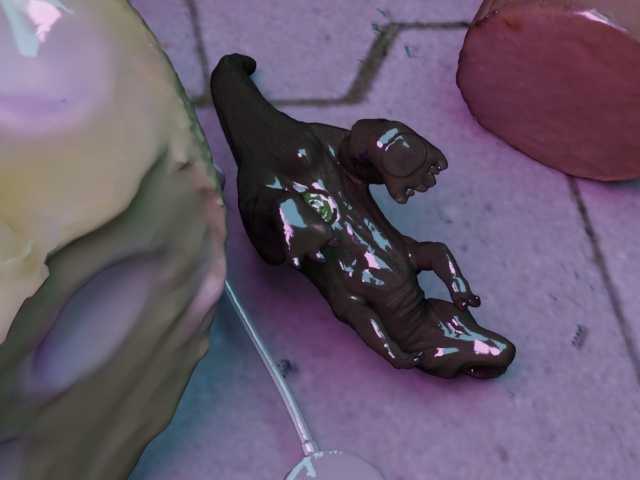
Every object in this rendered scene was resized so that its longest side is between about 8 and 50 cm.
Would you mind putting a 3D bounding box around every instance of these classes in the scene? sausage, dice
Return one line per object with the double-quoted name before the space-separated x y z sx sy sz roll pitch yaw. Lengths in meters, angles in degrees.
"sausage" 0.171 -0.155 0.855 0.123 0.123 0.253 28 55 4
"dice" -0.196 0.013 0.560 0.254 0.250 0.252 43 57 14

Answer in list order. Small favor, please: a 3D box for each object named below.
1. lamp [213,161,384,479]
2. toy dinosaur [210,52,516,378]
"lamp" -0.030 0.055 0.720 0.050 0.056 0.198 -20 75 -25
"toy dinosaur" 0.000 0.000 0.745 0.087 0.179 0.187 -33 102 -17
